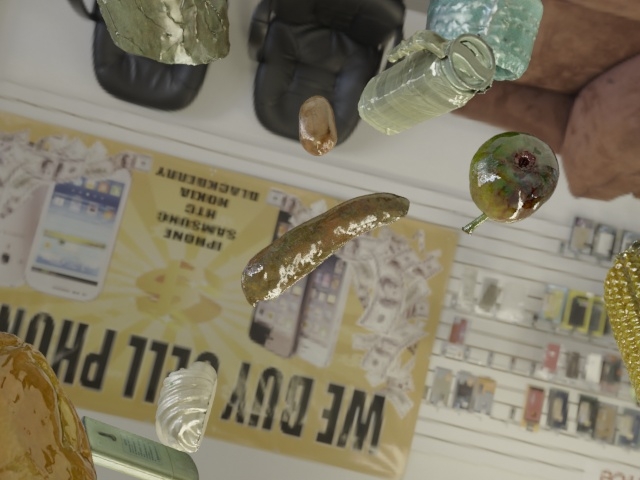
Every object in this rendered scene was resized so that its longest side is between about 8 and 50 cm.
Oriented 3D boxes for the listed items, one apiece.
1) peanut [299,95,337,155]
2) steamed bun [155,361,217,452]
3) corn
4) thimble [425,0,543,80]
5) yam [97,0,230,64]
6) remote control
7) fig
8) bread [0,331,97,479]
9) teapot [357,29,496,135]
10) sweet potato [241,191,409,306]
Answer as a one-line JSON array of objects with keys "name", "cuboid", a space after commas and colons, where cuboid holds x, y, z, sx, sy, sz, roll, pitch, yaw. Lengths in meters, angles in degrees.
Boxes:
[{"name": "peanut", "cuboid": [-0.007, -0.235, 1.502, 0.076, 0.152, 0.076, -4, 146, -3]}, {"name": "steamed bun", "cuboid": [-0.270, 0.327, 1.467, 0.106, 0.183, 0.183, 14, 174, 0]}, {"name": "corn", "cuboid": [0.506, 0.179, 1.056, 0.144, 0.387, 0.144, -4, 149, -2]}, {"name": "thimble", "cuboid": [0.291, -0.379, 1.345, 0.198, 0.143, 0.235, 12, -176, -8]}, {"name": "yam", "cuboid": [-0.183, -0.324, 0.800, 0.154, 0.254, 0.154, -4, -151, 2]}, {"name": "remote control", "cuboid": [-0.319, 0.379, 1.304, 0.233, 0.038, 0.098, 33, -174, -31]}, {"name": "fig", "cuboid": [0.295, -0.073, 1.215, 0.149, 0.149, 0.245, 14, 155, 0]}, {"name": "bread", "cuboid": [-0.321, 0.248, 0.510, 0.337, 0.328, 0.148, -14, 167, -8]}, {"name": "teapot", "cuboid": [0.118, -0.202, 0.918, 0.107, 0.077, 0.200, 33, 161, -20]}, {"name": "sweet potato", "cuboid": [0.000, 0.000, 1.060, 0.075, 0.273, 0.075, 57, -176, -6]}]
